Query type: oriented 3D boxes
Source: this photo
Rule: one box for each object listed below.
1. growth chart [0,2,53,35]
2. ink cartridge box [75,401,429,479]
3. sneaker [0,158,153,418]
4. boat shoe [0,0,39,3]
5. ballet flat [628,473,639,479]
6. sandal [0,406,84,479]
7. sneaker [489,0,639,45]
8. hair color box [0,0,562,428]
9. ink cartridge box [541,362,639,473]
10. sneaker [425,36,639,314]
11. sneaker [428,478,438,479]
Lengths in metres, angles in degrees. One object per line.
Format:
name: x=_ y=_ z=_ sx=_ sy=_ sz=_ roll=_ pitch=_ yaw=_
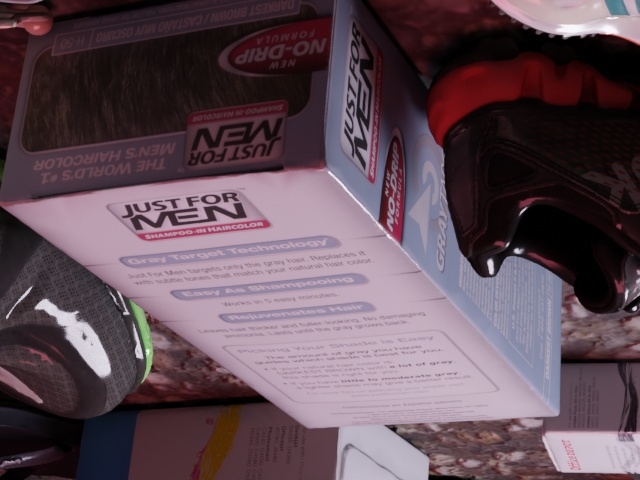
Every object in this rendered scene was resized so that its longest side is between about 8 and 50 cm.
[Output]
growth chart: x=-0.229 y=-0.102 z=0.734 sx=0.172 sy=0.021 sz=0.237 roll=8 pitch=-167 yaw=10
ink cartridge box: x=-0.062 y=0.268 z=1.458 sx=0.270 sy=0.197 sz=0.198 roll=-7 pitch=154 yaw=26
sneaker: x=-0.288 y=0.022 z=0.944 sx=0.185 sy=0.202 sz=0.483 roll=-10 pitch=152 yaw=34
boat shoe: x=-0.220 y=-0.147 z=0.694 sx=0.227 sy=0.081 sz=0.079 roll=7 pitch=156 yaw=-4
ballet flat: x=0.336 y=0.181 z=1.382 sx=0.173 sy=0.049 sz=0.057 roll=6 pitch=129 yaw=-13
sandal: x=-0.273 y=0.197 z=1.465 sx=0.097 sy=0.054 sz=0.254 roll=-29 pitch=151 yaw=35
sneaker: x=0.145 y=-0.124 z=0.715 sx=0.161 sy=0.057 sz=0.075 roll=16 pitch=138 yaw=-18
hair color box: x=0.000 y=0.000 z=0.942 sx=0.185 sy=0.113 sz=0.374 roll=-6 pitch=154 yaw=24
ink cartridge box: x=0.256 y=0.141 z=1.264 sx=0.150 sy=0.063 sz=0.109 roll=-1 pitch=156 yaw=16
sneaker: x=0.190 y=-0.022 z=0.824 sx=0.276 sy=0.135 sz=0.097 roll=5 pitch=154 yaw=-1
sneaker: x=0.057 y=0.293 z=1.637 sx=0.319 sy=0.112 sz=0.131 roll=2 pitch=173 yaw=14
